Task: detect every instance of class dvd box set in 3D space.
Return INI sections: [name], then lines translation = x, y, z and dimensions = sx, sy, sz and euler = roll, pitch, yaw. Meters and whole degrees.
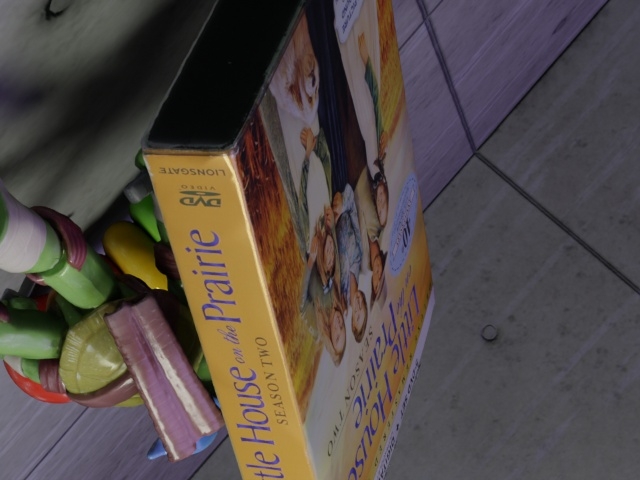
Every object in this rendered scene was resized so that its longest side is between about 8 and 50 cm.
[dvd box set]
translation = 0.000, 0.000, 1.035
dimensions = 0.307, 0.062, 0.420
euler = -68, 155, -43

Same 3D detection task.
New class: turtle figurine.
[turtle figurine]
translation = -0.174, 0.007, 0.986
dimensions = 0.198, 0.274, 0.266
euler = -9, 163, 31

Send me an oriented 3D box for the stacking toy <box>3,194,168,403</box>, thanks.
[stacking toy]
translation = -0.118, 0.008, 1.217
dimensions = 0.330, 0.141, 0.141
euler = -42, 169, -10
